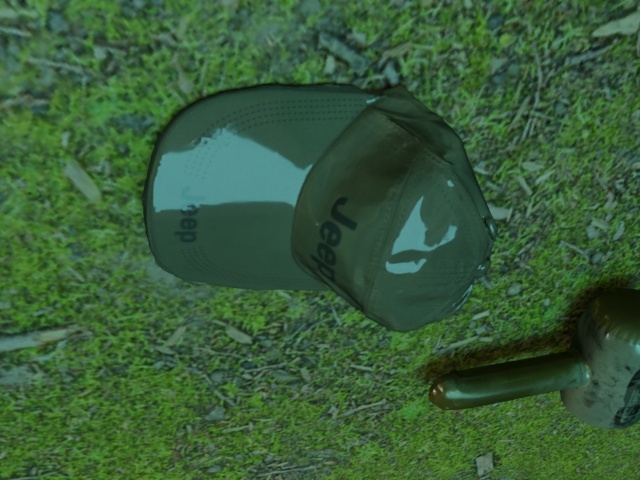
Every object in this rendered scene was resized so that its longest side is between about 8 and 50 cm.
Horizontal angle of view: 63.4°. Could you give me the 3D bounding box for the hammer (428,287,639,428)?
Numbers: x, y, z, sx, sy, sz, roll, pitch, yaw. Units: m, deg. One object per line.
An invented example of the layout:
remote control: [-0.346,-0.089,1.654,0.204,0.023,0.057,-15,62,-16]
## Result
hammer: [0.281,0.169,0.649,0.306,0.113,0.201,-9,124,-7]

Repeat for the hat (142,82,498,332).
hat: [0.000,0.000,0.408,0.245,0.149,0.214,-12,128,-24]
